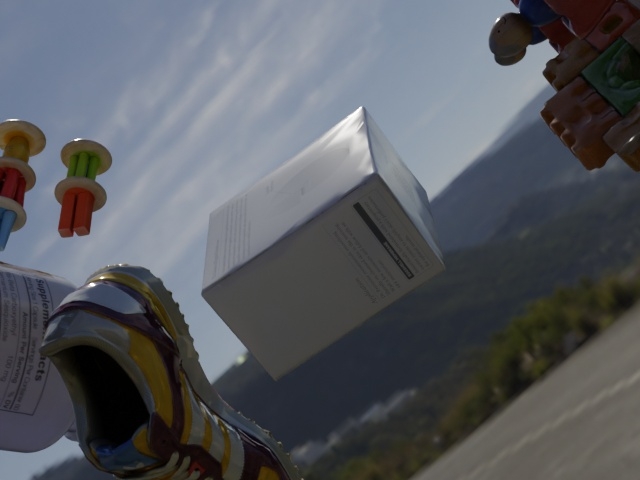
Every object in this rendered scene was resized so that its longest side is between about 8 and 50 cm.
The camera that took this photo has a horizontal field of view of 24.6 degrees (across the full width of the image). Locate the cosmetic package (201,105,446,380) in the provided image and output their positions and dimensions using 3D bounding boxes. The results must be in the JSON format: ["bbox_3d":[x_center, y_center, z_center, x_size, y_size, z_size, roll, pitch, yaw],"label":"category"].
[{"bbox_3d":[0.000,0.000,1.598,0.225,0.138,0.224,-33,20,12],"label":"cosmetic package"}]

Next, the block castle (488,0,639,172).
[{"bbox_3d":[0.226,-0.223,1.264,0.213,0.303,0.453,-43,28,9],"label":"block castle"}]

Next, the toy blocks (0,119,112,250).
[{"bbox_3d":[-0.272,-0.038,1.432,0.054,0.123,0.148,122,159,-48],"label":"toy blocks"}]

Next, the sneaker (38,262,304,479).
[{"bbox_3d":[-0.075,0.105,0.724,0.069,0.185,0.084,-30,12,27],"label":"sneaker"}]

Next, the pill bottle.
[{"bbox_3d":[-0.230,0.081,1.039,0.229,0.131,0.131,16,-47,-35],"label":"pill bottle"}]
